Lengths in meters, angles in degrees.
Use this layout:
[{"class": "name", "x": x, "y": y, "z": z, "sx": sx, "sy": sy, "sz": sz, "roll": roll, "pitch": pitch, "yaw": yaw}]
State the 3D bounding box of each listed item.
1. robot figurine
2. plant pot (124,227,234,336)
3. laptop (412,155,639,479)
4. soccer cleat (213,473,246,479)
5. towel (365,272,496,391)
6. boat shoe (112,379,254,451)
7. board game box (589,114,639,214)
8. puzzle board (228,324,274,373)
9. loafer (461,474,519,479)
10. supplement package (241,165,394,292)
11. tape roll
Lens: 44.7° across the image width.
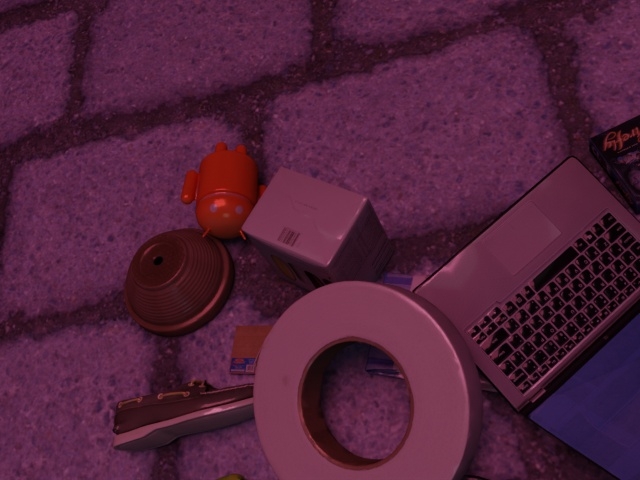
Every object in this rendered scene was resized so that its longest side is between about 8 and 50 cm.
[{"class": "robot figurine", "x": -0.189, "y": -0.097, "z": 1.601, "sx": 0.128, "sy": 0.158, "sz": 0.220, "roll": -22, "pitch": 52, "yaw": 32}, {"class": "plant pot", "x": -0.302, "y": 0.065, "z": 1.562, "sx": 0.237, "sy": 0.110, "sz": 0.238, "roll": -9, "pitch": 60, "yaw": 15}, {"class": "laptop", "x": 0.426, "y": 0.091, "z": 1.185, "sx": 0.382, "sy": 0.236, "sz": 0.408, "roll": -39, "pitch": 79, "yaw": -10}, {"class": "soccer cleat", "x": -0.157, "y": 0.484, "z": 1.308, "sx": 0.072, "sy": 0.060, "sz": 0.179, "roll": -16, "pitch": 51, "yaw": 22}, {"class": "towel", "x": 0.228, "y": 0.155, "z": 1.368, "sx": 0.284, "sy": 0.034, "sz": 0.209, "roll": 4, "pitch": 63, "yaw": 22}, {"class": "boat shoe", "x": -0.239, "y": 0.301, "z": 1.405, "sx": 0.304, "sy": 0.109, "sz": 0.091, "roll": -18, "pitch": 60, "yaw": 12}, {"class": "board game box", "x": 0.637, "y": -0.169, "z": 1.400, "sx": 0.243, "sy": 0.042, "sz": 0.165, "roll": -26, "pitch": 57, "yaw": 4}, {"class": "puzzle board", "x": -0.107, "y": 0.207, "z": 1.471, "sx": 0.128, "sy": 0.011, "sz": 0.097, "roll": -3, "pitch": 62, "yaw": 19}, {"class": "loafer", "x": 0.253, "y": 0.400, "z": 1.205, "sx": 0.170, "sy": 0.062, "sz": 0.061, "roll": -1, "pitch": 66, "yaw": 21}, {"class": "supplement package", "x": 0.000, "y": 0.000, "z": 1.434, "sx": 0.194, "sy": 0.203, "sz": 0.149, "roll": 23, "pitch": 72, "yaw": 29}, {"class": "tape roll", "x": 0.065, "y": 0.258, "z": 1.253, "sx": 0.391, "sy": 0.072, "sz": 0.392, "roll": -3, "pitch": 84, "yaw": 30}]
